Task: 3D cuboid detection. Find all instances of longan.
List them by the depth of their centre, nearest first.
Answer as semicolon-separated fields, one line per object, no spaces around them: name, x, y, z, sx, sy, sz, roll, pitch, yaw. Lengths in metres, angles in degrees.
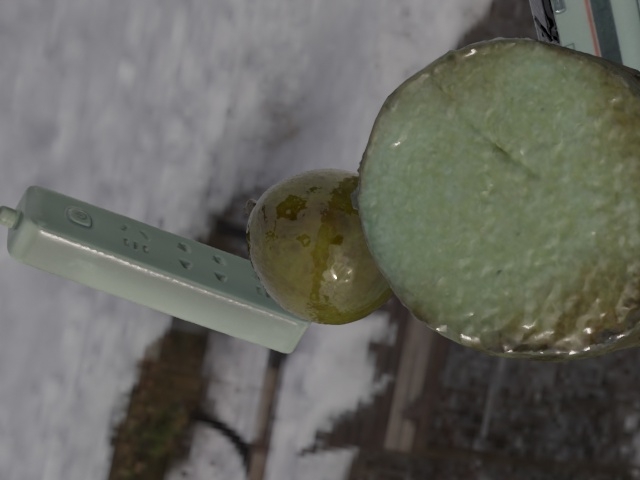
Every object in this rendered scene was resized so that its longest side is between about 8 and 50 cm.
longan;0.000;0.000;1.513;0.145;0.176;0.154;-43;143;-25

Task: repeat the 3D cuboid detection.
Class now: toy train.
toy train;0.249;-0.144;1.457;0.086;0.088;0.407;-113;-178;-48

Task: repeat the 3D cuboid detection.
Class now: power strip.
power strip;-0.190;0.030;1.898;0.062;0.385;0.091;-57;-155;29

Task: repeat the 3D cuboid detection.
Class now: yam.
yam;0.149;-0.017;0.904;0.304;0.168;0.168;2;100;-65
